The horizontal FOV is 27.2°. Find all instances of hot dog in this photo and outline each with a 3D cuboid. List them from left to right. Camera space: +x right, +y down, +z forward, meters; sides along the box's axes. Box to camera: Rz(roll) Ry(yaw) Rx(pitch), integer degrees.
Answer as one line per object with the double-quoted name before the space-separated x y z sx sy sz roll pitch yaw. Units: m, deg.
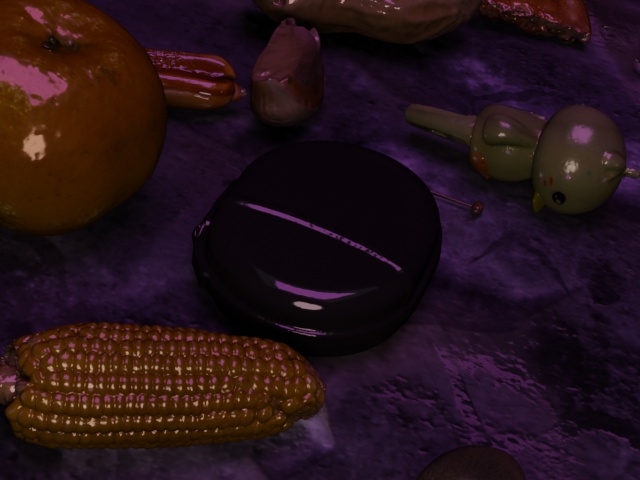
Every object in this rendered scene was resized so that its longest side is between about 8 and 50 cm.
"hot dog" -0.207 -0.200 1.647 0.235 0.062 0.092 9 39 0

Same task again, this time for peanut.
"peanut" 0.061 -0.356 1.835 0.340 0.158 0.174 6 69 -1

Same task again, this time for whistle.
"whistle" 0.244 -0.101 1.620 0.294 0.141 0.141 3 36 20

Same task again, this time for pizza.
"pizza" 0.297 -0.360 1.968 0.193 0.053 0.201 -1 52 -18

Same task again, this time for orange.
"orange" -0.302 -0.133 1.416 0.279 0.235 0.279 15 46 -16

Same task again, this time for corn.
"corn" -0.153 0.134 1.222 0.321 0.119 0.119 1 40 -20

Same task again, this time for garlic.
"garlic" -0.039 -0.202 1.658 0.087 0.101 0.195 3 34 13

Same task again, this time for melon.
"melon" 0.133 0.236 1.186 0.130 0.098 0.098 -24 51 -40

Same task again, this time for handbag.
"handbag" 0.000 -0.001 1.437 0.253 0.093 0.308 21 40 10

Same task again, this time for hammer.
"hammer" 0.139 -0.057 1.602 0.123 0.014 0.029 20 31 11
